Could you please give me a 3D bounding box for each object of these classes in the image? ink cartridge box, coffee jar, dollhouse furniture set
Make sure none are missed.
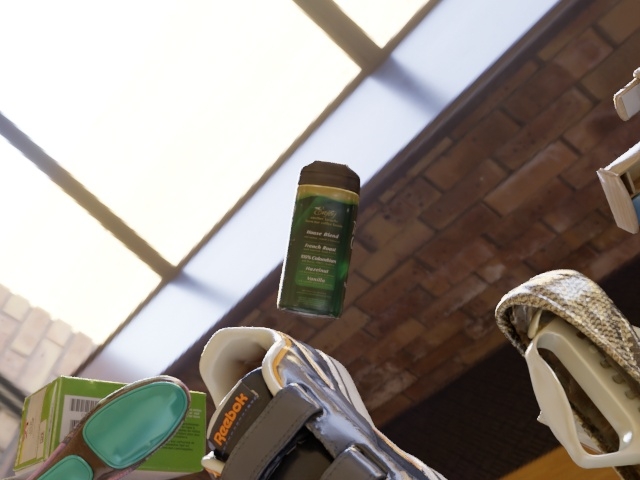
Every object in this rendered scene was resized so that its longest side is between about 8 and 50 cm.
[{"bbox_3d":[-0.287,0.254,0.925,0.255,0.189,0.097,-29,54,47],"label":"ink cartridge box"},{"bbox_3d":[0.000,0.000,0.875,0.096,0.079,0.184,89,-170,-83],"label":"coffee jar"},{"bbox_3d":[0.637,-0.117,1.199,0.198,0.286,0.303,-37,30,-6],"label":"dollhouse furniture set"}]

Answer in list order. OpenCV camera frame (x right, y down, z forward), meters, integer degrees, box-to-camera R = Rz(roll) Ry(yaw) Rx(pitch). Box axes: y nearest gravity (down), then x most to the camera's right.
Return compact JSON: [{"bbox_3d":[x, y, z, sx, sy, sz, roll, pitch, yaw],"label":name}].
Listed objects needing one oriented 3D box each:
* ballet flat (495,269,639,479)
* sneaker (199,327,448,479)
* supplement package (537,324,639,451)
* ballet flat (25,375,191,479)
[{"bbox_3d":[0.367,0.236,0.837,0.482,0.182,0.164,54,140,30],"label":"ballet flat"},{"bbox_3d":[-0.007,0.168,0.517,0.126,0.127,0.321,-57,31,4],"label":"sneaker"},{"bbox_3d":[0.498,0.258,1.223,0.149,0.194,0.203,22,82,40],"label":"supplement package"},{"bbox_3d":[-0.226,0.219,0.740,0.221,0.077,0.079,-42,-2,-17],"label":"ballet flat"}]
